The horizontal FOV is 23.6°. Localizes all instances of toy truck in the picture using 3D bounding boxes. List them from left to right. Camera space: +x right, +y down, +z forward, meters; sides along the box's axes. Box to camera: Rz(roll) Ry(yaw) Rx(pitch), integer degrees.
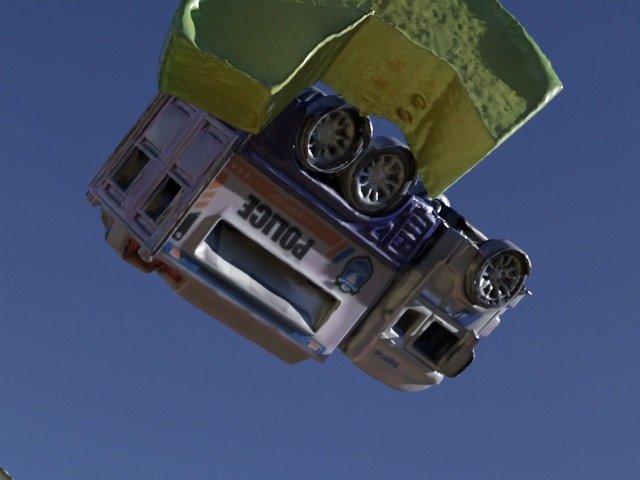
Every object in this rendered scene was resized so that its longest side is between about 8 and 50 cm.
[{"bbox_3d":[0.000,0.000,0.964,0.268,0.155,0.124,37,2,-39],"label":"toy truck"}]

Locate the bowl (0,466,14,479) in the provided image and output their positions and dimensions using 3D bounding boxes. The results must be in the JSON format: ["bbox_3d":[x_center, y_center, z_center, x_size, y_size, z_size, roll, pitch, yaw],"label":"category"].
[{"bbox_3d":[-0.521,0.409,1.922,0.313,0.313,0.146,21,-49,14],"label":"bowl"}]

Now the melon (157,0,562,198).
[{"bbox_3d":[0.022,-0.092,0.780,0.209,0.118,0.064,23,-32,-18],"label":"melon"}]

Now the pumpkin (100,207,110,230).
[{"bbox_3d":[-0.277,-0.043,2.035,0.028,0.083,0.050,5,-41,8],"label":"pumpkin"}]
